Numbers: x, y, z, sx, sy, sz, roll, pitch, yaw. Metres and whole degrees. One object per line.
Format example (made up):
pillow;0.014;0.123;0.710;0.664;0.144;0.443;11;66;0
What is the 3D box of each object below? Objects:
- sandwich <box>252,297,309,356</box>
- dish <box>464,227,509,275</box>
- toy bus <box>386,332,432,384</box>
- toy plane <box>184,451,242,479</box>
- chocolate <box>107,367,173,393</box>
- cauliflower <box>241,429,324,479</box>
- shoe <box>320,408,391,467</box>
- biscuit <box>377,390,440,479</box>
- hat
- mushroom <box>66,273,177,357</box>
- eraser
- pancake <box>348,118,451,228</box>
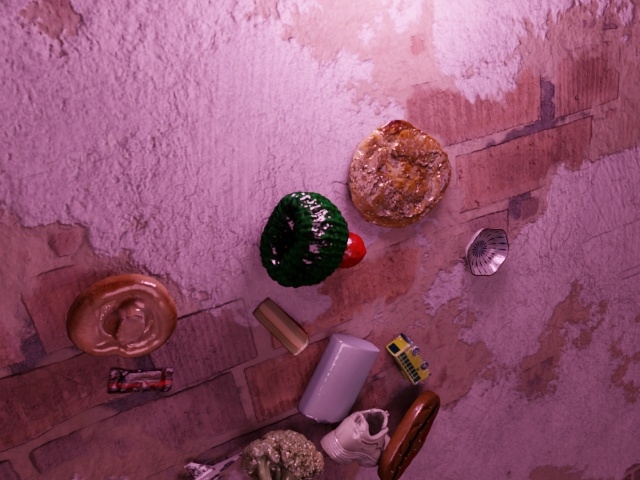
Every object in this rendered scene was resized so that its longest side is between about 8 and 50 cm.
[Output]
sandwich;-0.118;0.265;1.614;0.079;0.113;0.163;-45;119;-3
dish;0.573;0.033;1.859;0.191;0.066;0.190;-8;109;-23
toy bus;0.315;0.426;1.877;0.101;0.088;0.175;-36;116;-7
toy plane;-0.360;0.759;1.717;0.234;0.082;0.159;-36;109;-25
chocolate;-0.523;0.412;1.540;0.183;0.028;0.086;8;102;-24
cauliflower;-0.137;0.757;1.711;0.327;0.260;0.281;41;66;-29
shoe;0.177;0.674;1.829;0.342;0.132;0.210;24;113;-45
biscuit;0.339;0.730;1.935;0.367;0.063;0.314;-54;145;-15
hat;0.000;0.000;1.538;0.332;0.242;0.274;5;131;-48
mushroom;-0.522;0.207;1.403;0.279;0.146;0.278;-11;123;-18
eraser;0.061;0.465;1.769;0.189;0.104;0.289;21;99;-30
pancake;0.239;-0.197;1.634;0.357;0.065;0.355;-8;110;-22
